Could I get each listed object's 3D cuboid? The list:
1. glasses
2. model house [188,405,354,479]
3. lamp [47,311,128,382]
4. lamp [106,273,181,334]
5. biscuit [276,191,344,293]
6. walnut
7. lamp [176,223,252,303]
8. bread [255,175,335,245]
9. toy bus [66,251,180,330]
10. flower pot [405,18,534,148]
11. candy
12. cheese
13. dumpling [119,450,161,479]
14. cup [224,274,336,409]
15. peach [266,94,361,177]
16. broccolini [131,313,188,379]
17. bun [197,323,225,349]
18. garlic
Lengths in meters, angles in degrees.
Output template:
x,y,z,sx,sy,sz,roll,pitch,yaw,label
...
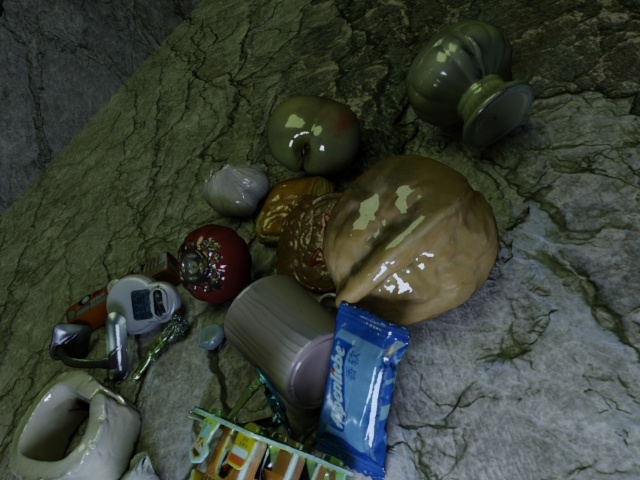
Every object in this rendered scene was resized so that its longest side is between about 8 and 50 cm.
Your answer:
x,y,z,sx,sy,sz,roll,pitch,yaw,label
-0.165,0.347,1.247,0.206,0.239,0.102,-1,53,2,glasses
-0.095,0.517,1.039,0.340,0.300,0.324,5,66,45,model house
-0.684,0.287,1.726,0.283,0.124,0.203,10,90,41,lamp
-0.524,0.187,1.755,0.246,0.108,0.180,-7,92,17,lamp
-0.001,-0.001,1.552,0.257,0.049,0.273,8,78,30,biscuit
0.188,-0.003,1.288,0.383,0.383,0.384,-19,44,19,walnut
-0.297,0.065,1.664,0.226,0.227,0.227,-19,44,19,lamp
-0.079,-0.091,1.730,0.210,0.099,0.235,2,55,36,bread
-0.631,0.171,1.877,0.408,0.093,0.092,-29,43,10,toy bus
0.403,-0.394,1.551,0.307,0.307,0.244,-33,62,4,flower pot
0.078,0.302,1.166,0.187,0.077,0.331,16,99,41,candy
-0.627,0.501,1.517,0.332,0.153,0.292,2,54,34,cheese
-0.426,0.584,1.347,0.127,0.108,0.188,-32,48,46,dumpling
-0.040,0.228,1.362,0.273,0.288,0.208,36,112,47,cup
-0.015,-0.322,1.784,0.292,0.247,0.292,-5,36,4,peach
-0.452,0.309,1.668,0.216,0.058,0.067,-56,9,-11,broccolini
-0.294,0.263,1.591,0.083,0.045,0.083,-17,44,17,bun
-0.275,-0.146,1.873,0.229,0.178,0.143,-15,63,29,garlic
